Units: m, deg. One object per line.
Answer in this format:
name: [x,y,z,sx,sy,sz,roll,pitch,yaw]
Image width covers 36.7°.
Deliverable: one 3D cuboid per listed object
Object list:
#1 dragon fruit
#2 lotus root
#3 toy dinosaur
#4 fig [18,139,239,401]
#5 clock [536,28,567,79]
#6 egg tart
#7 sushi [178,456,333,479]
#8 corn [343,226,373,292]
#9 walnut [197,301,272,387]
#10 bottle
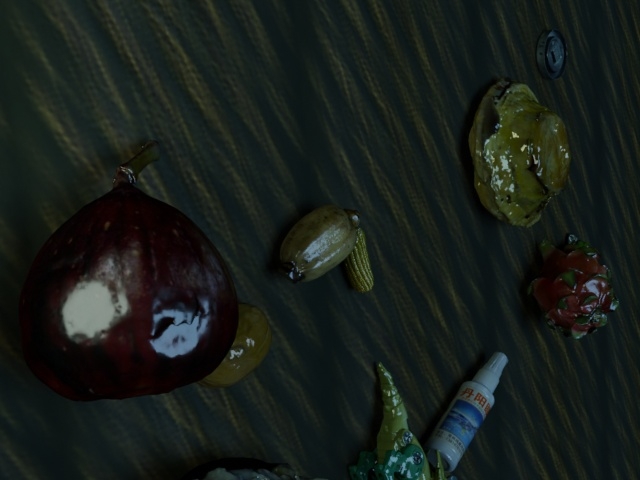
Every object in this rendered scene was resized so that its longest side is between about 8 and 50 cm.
dragon fruit: [0.430,0.060,1.645,0.137,0.135,0.236,52,36,-39]
lotus root: [0.000,0.000,1.183,0.152,0.063,0.072,-37,94,-33]
toy dinosaur: [0.106,0.300,1.324,0.153,0.094,0.259,-31,102,-43]
fig: [-0.179,0.022,0.901,0.203,0.186,0.250,-5,90,-30]
clock: [0.392,-0.314,1.631,0.085,0.017,0.085,-8,100,-48]
egg tart: [0.322,-0.137,1.510,0.241,0.105,0.241,0,89,-49]
sushi: [-0.061,0.424,1.012,0.328,0.328,0.285,14,113,-56]
corn: [0.048,0.026,1.260,0.037,0.037,0.092,-37,120,-40]
walnut: [-0.093,0.122,1.099,0.121,0.052,0.091,-41,126,-36]
bottle: [0.228,0.255,1.477,0.217,0.060,0.060,-51,129,-34]
